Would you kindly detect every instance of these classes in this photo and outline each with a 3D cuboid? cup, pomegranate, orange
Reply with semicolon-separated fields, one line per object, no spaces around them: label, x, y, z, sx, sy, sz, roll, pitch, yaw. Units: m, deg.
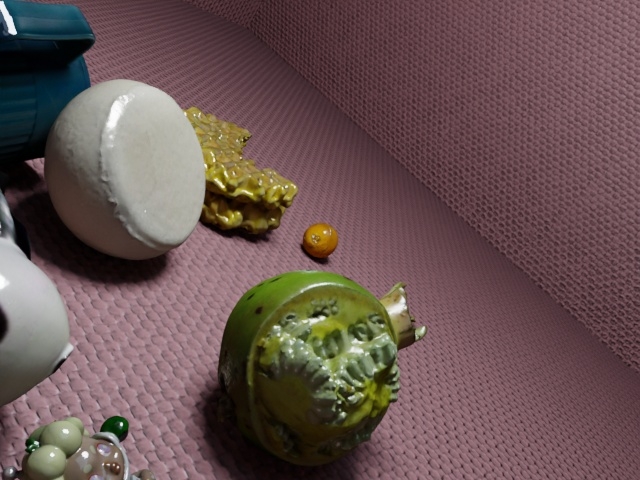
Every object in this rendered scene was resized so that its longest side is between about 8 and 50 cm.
cup;-0.500;-0.217;0.963;0.307;0.242;0.292;5;17;17
pomegranate;0.012;0.156;0.914;0.340;0.260;0.260;-20;53;-33
orange;0.000;0.001;1.503;0.083;0.083;0.083;30;22;-13

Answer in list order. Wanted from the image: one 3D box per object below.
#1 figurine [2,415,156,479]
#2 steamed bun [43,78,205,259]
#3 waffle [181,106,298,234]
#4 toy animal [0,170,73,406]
figurine;-0.208;0.244;0.655;0.197;0.093;0.147;26;33;-24
steamed bun;-0.320;-0.107;1.049;0.177;0.283;0.283;-3;9;22
waffle;-0.210;-0.150;1.419;0.261;0.151;0.324;5;32;-44
toy animal;-0.382;0.060;0.661;0.212;0.212;0.267;9;36;-49
